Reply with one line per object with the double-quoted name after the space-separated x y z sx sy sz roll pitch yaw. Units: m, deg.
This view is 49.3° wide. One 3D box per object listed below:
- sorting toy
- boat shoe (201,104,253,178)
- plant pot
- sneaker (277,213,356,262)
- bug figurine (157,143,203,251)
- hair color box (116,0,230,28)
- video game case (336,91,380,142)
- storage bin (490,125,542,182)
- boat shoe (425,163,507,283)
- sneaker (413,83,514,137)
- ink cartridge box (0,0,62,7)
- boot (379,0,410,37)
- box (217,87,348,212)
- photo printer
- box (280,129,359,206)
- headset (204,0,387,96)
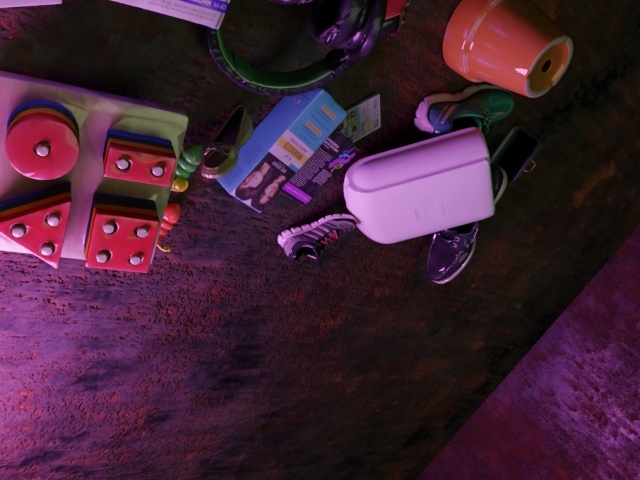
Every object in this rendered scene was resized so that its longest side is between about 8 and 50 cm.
-0.332 -0.072 0.964 0.255 0.089 0.257 8 118 -25 "sorting toy"
-0.154 -0.160 1.133 0.048 0.056 0.153 80 29 -43 "boat shoe"
0.378 -0.380 1.364 0.205 0.188 0.205 -27 143 -22 "plant pot"
0.000 0.000 1.457 0.170 0.075 0.063 -17 152 -4 "sneaker"
-0.294 -0.087 1.098 0.216 0.072 0.279 -52 145 13 "bug figurine"
-0.154 -0.442 0.822 0.185 0.110 0.339 0 126 -45 "hair color box"
0.067 -0.230 1.368 0.122 0.011 0.087 -31 145 -17 "video game case"
0.510 -0.214 1.778 0.091 0.098 0.135 -7 133 -56 "storage bin"
0.344 -0.044 1.756 0.113 0.127 0.340 7 120 -48 "boat shoe"
0.325 -0.263 1.511 0.275 0.110 0.107 -19 140 -32 "sneaker"
-0.382 -0.301 0.710 0.190 0.140 0.082 -19 141 -31 "ink cartridge box"
0.155 -0.443 1.163 0.244 0.088 0.176 -30 145 -5 "boot"
-0.069 -0.171 1.248 0.244 0.060 0.100 -48 146 7 "box"
0.207 -0.103 1.479 0.307 0.107 0.256 -15 151 9 "photo printer"
-0.013 -0.147 1.349 0.162 0.029 0.116 -43 146 12 "box"
0.010 -0.353 0.984 0.394 0.185 0.243 -41 133 22 "headset"
